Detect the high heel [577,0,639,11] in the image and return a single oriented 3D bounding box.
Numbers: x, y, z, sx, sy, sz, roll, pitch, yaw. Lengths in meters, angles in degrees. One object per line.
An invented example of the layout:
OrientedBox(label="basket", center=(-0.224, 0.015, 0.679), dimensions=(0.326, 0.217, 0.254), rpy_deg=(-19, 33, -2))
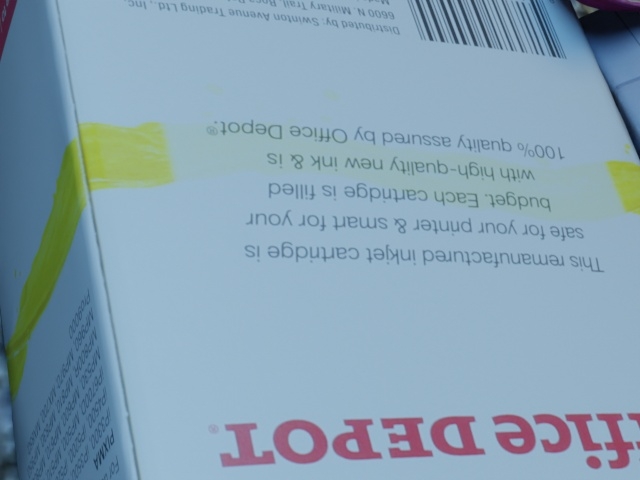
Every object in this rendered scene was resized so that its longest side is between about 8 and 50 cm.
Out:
OrientedBox(label="high heel", center=(0.229, -0.143, 0.675), dimensions=(0.244, 0.082, 0.117), rpy_deg=(7, 35, -14))

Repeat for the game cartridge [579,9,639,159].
OrientedBox(label="game cartridge", center=(0.201, 0.030, 0.693), dimensions=(0.060, 0.196, 0.294), rpy_deg=(-21, 61, 3))

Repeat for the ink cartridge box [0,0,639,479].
OrientedBox(label="ink cartridge box", center=(0.000, 0.000, 0.630), dimensions=(0.279, 0.160, 0.385), rpy_deg=(3, 54, -26))
